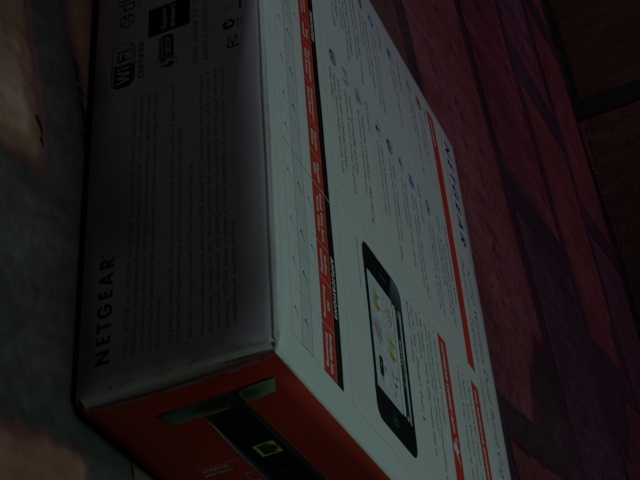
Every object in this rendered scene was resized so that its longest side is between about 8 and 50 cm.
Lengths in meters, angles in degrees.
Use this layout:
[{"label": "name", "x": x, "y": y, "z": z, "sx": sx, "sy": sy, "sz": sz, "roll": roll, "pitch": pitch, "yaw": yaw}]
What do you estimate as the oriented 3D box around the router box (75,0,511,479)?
[{"label": "router box", "x": 0.000, "y": 0.000, "z": 0.677, "sx": 0.301, "sy": 0.082, "sz": 0.335, "roll": 53, "pitch": 24, "yaw": -47}]
